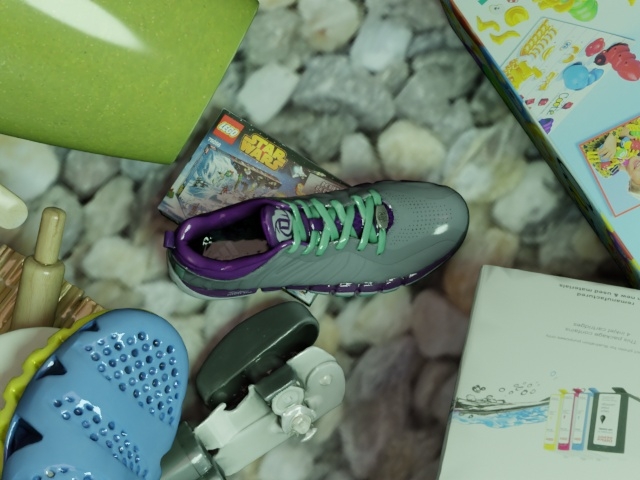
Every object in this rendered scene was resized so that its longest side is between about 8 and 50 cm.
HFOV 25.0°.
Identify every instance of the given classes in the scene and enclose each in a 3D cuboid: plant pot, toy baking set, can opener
[{"bbox_3d":[-0.203,-0.182,1.022,0.293,0.275,0.275,29,80,-8],"label":"plant pot"},{"bbox_3d":[-0.272,0.023,0.991,0.196,0.030,0.256,13,109,-20],"label":"toy baking set"},{"bbox_3d":[-0.104,0.157,1.045,0.280,0.074,0.093,-36,47,-9],"label":"can opener"}]

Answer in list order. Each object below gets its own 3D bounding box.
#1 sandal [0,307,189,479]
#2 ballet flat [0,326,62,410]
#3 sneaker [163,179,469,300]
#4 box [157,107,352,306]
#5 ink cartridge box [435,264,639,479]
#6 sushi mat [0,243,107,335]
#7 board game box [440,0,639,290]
[{"bbox_3d":[-0.161,0.188,0.899,0.126,0.138,0.317,35,69,-31],"label":"sandal"},{"bbox_3d":[-0.314,0.200,0.965,0.400,0.139,0.139,-28,80,-4],"label":"ballet flat"},{"bbox_3d":[0.000,0.000,1.024,0.223,0.098,0.083,-11,81,-2],"label":"sneaker"},{"bbox_3d":[-0.041,-0.025,1.093,0.137,0.027,0.094,32,82,5],"label":"box"},{"bbox_3d":[0.160,0.164,0.924,0.168,0.171,0.233,10,43,9],"label":"ink cartridge box"},{"bbox_3d":[-0.268,0.165,1.058,0.151,0.019,0.316,36,80,7],"label":"sushi mat"},{"bbox_3d":[0.215,-0.106,1.025,0.144,0.142,0.275,-33,73,5],"label":"board game box"}]
